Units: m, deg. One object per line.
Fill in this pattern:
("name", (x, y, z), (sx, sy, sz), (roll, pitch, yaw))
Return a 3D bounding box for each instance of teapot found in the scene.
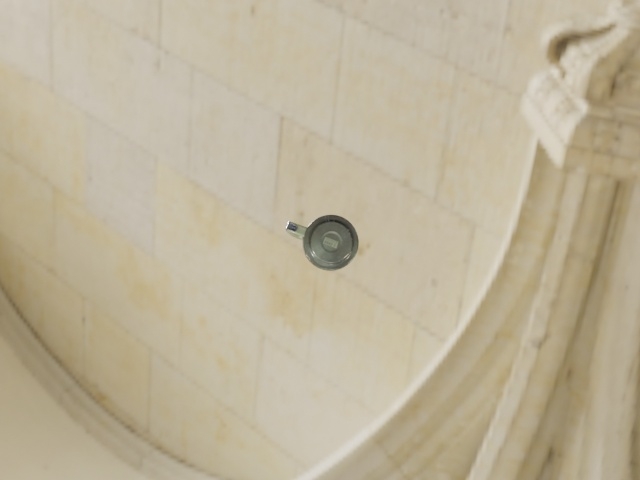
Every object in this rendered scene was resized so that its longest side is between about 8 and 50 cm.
("teapot", (0.000, 0.000, 1.569), (0.088, 0.066, 0.057), (21, 174, -4))
